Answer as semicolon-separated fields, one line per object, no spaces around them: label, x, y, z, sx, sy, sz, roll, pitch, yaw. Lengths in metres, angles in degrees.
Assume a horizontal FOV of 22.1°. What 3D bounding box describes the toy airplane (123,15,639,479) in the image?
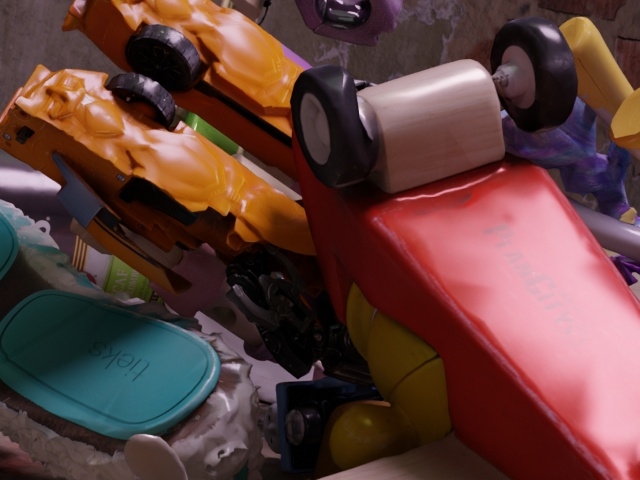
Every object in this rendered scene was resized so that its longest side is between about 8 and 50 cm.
toy airplane;0.113;0.105;0.792;0.386;0.272;0.384;17;45;11

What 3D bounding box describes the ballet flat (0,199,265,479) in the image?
ballet flat;-0.183;0.079;1.020;0.147;0.147;0.409;2;19;-45

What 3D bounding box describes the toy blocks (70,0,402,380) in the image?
toy blocks;-0.012;-0.017;1.236;0.260;0.309;0.288;34;-45;-23

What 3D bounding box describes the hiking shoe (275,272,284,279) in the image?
hiking shoe;-0.037;0.065;1.874;0.227;0.086;0.114;0;23;-25

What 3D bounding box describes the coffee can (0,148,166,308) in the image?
coffee can;-0.257;-0.022;1.752;0.275;0.201;0.201;5;5;-21

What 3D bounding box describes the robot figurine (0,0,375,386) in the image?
robot figurine;-0.039;-0.037;0.973;0.291;0.211;0.085;36;-36;-15

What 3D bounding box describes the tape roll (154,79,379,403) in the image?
tape roll;0.000;0.000;1.412;0.286;0.286;0.100;9;6;18

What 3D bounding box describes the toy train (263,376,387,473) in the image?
toy train;0.044;0.129;1.162;0.184;0.080;0.105;-1;-9;-32

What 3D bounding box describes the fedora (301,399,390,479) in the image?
fedora;0.048;0.144;1.000;0.194;0.079;0.194;7;4;-1

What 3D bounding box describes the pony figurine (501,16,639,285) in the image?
pony figurine;0.270;0.004;1.085;0.363;0.303;0.351;32;-20;-21

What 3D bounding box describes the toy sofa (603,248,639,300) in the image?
toy sofa;0.430;0.094;1.883;0.150;0.177;0.362;34;-13;-37
